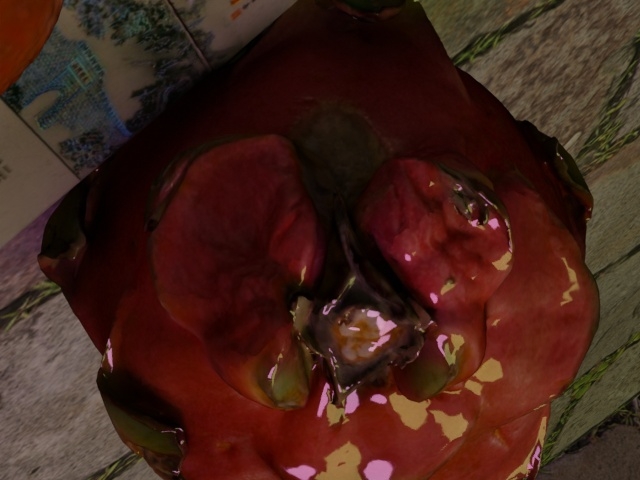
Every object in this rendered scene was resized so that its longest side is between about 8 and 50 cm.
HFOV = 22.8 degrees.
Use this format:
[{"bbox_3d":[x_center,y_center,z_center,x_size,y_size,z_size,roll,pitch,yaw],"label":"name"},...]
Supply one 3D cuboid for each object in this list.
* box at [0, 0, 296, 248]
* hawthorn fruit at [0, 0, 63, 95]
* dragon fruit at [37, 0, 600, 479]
[{"bbox_3d":[-0.129,-0.098,0.740,0.256,0.069,0.164,-41,159,-3],"label":"box"},{"bbox_3d":[-0.156,-0.122,0.515,0.189,0.189,0.189,-35,158,-17],"label":"hawthorn fruit"},{"bbox_3d":[0.000,0.000,0.843,0.305,0.305,0.226,-40,155,-6],"label":"dragon fruit"}]
